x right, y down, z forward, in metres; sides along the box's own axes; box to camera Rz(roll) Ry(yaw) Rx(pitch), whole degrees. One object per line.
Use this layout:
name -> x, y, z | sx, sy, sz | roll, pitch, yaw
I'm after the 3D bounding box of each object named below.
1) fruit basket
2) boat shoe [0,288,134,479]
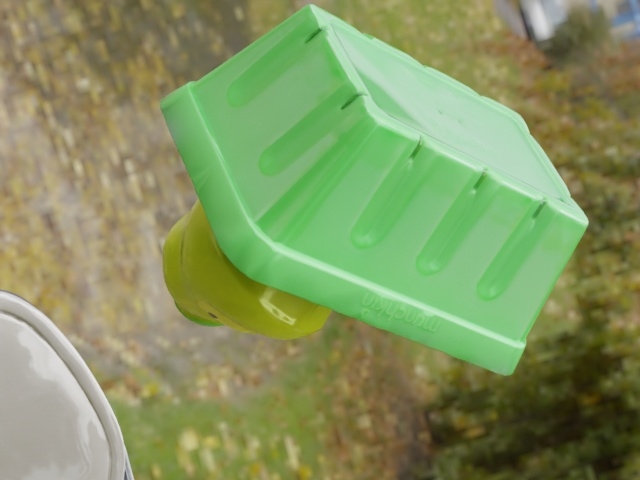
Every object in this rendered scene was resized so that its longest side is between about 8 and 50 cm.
fruit basket -> 0.000, 0.000, 1.605 | 0.392, 0.392, 0.283 | 66, -1, -47
boat shoe -> -0.105, 0.100, 0.659 | 0.065, 0.075, 0.206 | -127, -163, -60
